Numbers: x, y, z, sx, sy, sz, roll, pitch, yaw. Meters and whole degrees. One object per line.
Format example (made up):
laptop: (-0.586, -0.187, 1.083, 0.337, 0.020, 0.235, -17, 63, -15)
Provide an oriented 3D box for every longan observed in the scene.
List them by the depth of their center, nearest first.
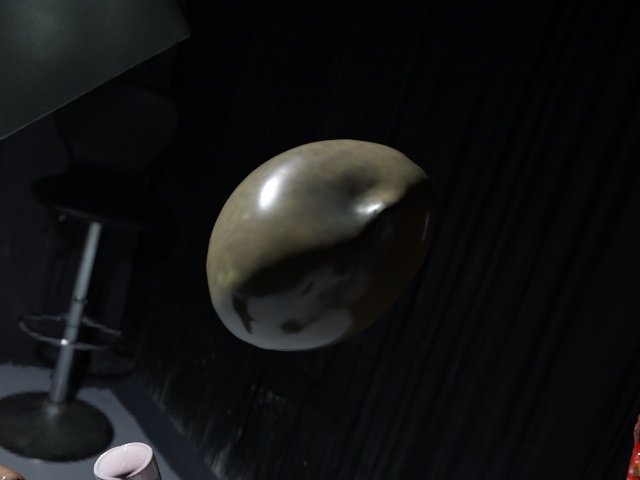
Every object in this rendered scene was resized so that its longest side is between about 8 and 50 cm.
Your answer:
longan: (0.000, 0.000, 1.162, 0.288, 0.350, 0.288, 48, -13, 15)

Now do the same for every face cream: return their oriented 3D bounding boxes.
face cream: (-0.268, 0.354, 1.198, 0.084, 0.198, 0.057, -16, 53, -16)

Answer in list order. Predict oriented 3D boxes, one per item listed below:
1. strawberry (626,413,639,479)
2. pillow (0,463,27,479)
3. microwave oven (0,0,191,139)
strawberry: (0.405, 0.205, 0.711, 0.220, 0.274, 0.274, -17, 33, -32)
pillow: (-0.444, 0.402, 1.146, 0.305, 0.308, 0.108, 6, 33, 39)
microwave oven: (-0.408, -0.269, 0.861, 0.432, 0.374, 0.236, -30, 45, -8)
